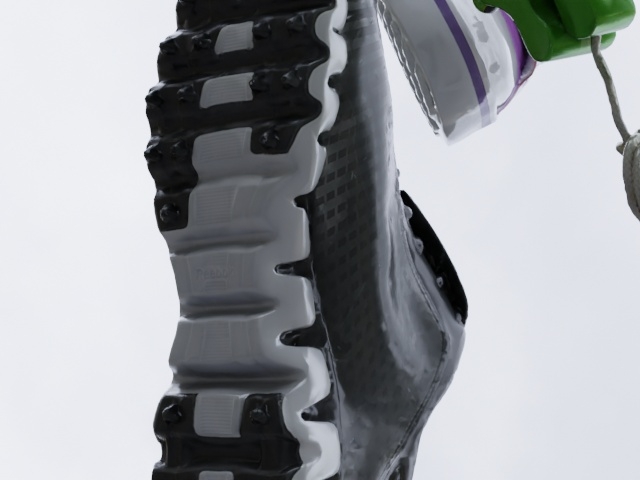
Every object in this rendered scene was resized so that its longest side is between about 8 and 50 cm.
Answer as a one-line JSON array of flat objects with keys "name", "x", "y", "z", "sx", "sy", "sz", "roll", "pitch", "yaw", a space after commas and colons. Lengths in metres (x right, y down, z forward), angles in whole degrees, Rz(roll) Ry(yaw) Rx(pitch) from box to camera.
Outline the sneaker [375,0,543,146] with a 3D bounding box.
[{"name": "sneaker", "x": 0.107, "y": -0.135, "z": 0.908, "sx": 0.161, "sy": 0.282, "sz": 0.102, "roll": -23, "pitch": -78, "yaw": 12}]

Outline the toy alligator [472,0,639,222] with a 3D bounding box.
[{"name": "toy alligator", "x": 0.053, "y": -0.087, "z": 0.510, "sx": 0.051, "sy": 0.056, "sz": 0.189, "roll": -22, "pitch": -95, "yaw": 58}]

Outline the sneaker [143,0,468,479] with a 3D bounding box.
[{"name": "sneaker", "x": 0.000, "y": 0.000, "z": 0.629, "sx": 0.078, "sy": 0.106, "sz": 0.234, "roll": -2, "pitch": -96, "yaw": 41}]
